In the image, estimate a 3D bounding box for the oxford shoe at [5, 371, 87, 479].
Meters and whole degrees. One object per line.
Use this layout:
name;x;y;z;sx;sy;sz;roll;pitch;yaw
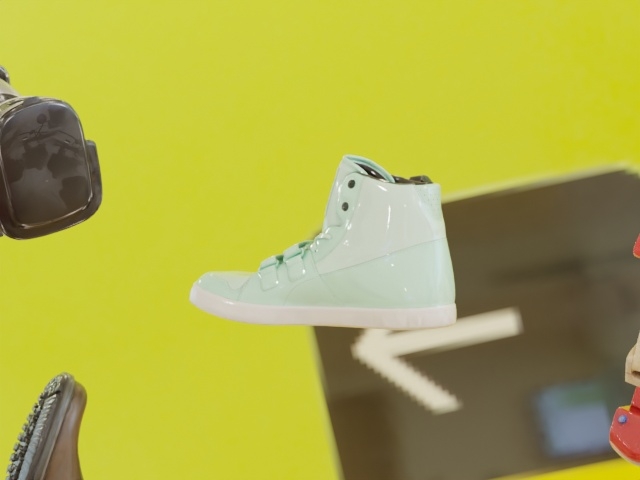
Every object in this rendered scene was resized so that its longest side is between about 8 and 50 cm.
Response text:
oxford shoe;-0.230;0.231;1.730;0.096;0.227;0.083;11;-3;-22

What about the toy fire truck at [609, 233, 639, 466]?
toy fire truck;0.244;0.071;1.374;0.047;0.192;0.135;21;7;27

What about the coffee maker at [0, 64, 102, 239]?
coffee maker;-0.272;-0.064;1.749;0.120;0.171;0.178;-40;33;-15

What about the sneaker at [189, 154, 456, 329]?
sneaker;0.001;0.000;1.732;0.256;0.151;0.094;0;3;26
